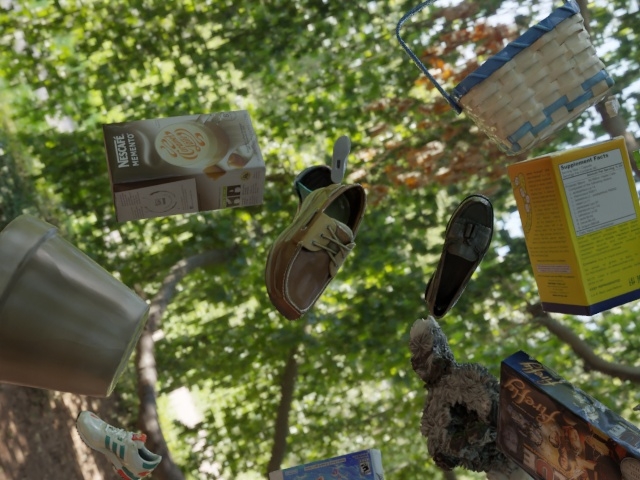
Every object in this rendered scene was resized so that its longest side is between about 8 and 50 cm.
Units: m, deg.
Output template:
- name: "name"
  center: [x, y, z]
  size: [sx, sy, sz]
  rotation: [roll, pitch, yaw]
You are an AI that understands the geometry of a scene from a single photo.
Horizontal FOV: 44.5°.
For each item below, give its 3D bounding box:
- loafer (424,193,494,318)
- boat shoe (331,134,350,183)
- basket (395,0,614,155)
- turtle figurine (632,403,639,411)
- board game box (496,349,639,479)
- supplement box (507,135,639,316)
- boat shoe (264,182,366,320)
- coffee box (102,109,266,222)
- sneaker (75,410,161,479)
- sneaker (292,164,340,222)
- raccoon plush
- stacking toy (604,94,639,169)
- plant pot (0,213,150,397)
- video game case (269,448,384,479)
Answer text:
- name: "loafer"
  center: [0.283, 0.040, 1.575]
  size: [0.084, 0.096, 0.268]
  rotation: [-66, 174, -67]
- name: "boat shoe"
  center: [0.040, -0.165, 1.599]
  size: [0.035, 0.035, 0.100]
  rotation: [65, 32, -88]
- name: "basket"
  center: [0.290, -0.291, 1.226]
  size: [0.289, 0.254, 0.201]
  rotation: [57, 8, -1]
- name: "turtle figurine"
  center: [0.601, 0.294, 1.082]
  size: [0.275, 0.266, 0.198]
  rotation: [97, -25, -87]
- name: "board game box"
  center: [0.328, 0.271, 1.001]
  size: [0.243, 0.042, 0.165]
  rotation: [35, -41, 47]
- name: "supplement box"
  center: [0.587, -0.030, 1.757]
  size: [0.195, 0.194, 0.357]
  rotation: [175, -99, -74]
- name: "boat shoe"
  center: [0.000, 0.000, 1.435]
  size: [0.122, 0.120, 0.324]
  rotation: [45, 43, -23]
- name: "coffee box"
  center: [-0.228, -0.126, 1.307]
  size: [0.098, 0.246, 0.141]
  rotation: [101, -25, -51]
- name: "sneaker"
  center: [-0.333, 0.332, 1.309]
  size: [0.161, 0.075, 0.057]
  rotation: [51, 15, -16]
- name: "sneaker"
  center: [-0.019, -0.070, 1.992]
  size: [0.178, 0.123, 0.296]
  rotation: [85, 16, -70]
- name: "raccoon plush"
  center: [0.395, 0.378, 1.798]
  size: [0.299, 0.216, 0.446]
  rotation: [31, 38, -32]
- name: "stacking toy"
  center: [0.804, -0.276, 1.874]
  size: [0.167, 0.052, 0.221]
  rotation: [-15, -64, 42]
- name: "plant pot"
  center: [-0.485, 0.152, 1.456]
  size: [0.280, 0.323, 0.323]
  rotation: [25, -6, -6]
- name: "video game case"
  center: [0.025, 0.617, 1.750]
  size: [0.061, 0.269, 0.244]
  rotation: [29, 46, -58]
